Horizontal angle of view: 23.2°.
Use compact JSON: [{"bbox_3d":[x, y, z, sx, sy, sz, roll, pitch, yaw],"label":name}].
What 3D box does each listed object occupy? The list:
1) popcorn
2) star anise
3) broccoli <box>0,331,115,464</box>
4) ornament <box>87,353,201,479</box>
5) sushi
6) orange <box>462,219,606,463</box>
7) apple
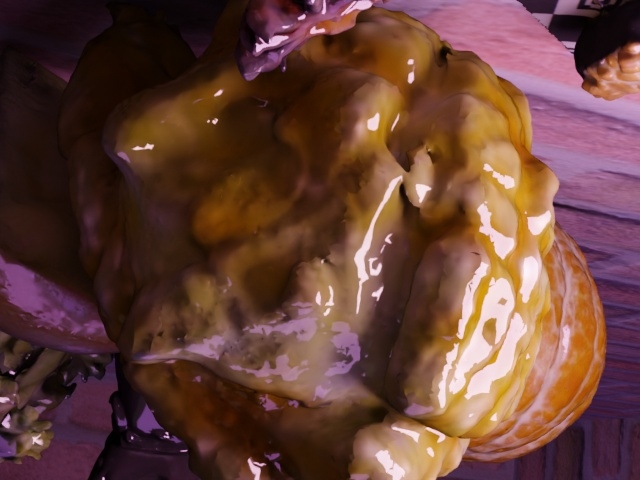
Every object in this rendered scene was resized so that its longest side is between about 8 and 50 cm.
[{"bbox_3d":[-0.001,-0.009,0.930,0.279,0.335,0.274,-15,171,37],"label":"popcorn"},{"bbox_3d":[-0.072,-0.172,0.814,0.227,0.218,0.148,44,-156,1],"label":"star anise"},{"bbox_3d":[-0.266,0.056,1.374,0.348,0.293,0.281,10,159,-36],"label":"broccoli"},{"bbox_3d":[-0.112,0.082,1.360,0.106,0.260,0.251,10,-175,9],"label":"ornament"},{"bbox_3d":[0.276,-0.107,0.918,0.290,0.050,0.264,-2,168,27],"label":"sushi"},{"bbox_3d":[0.094,0.070,1.399,0.329,0.249,0.329,5,162,2],"label":"orange"},{"bbox_3d":[-0.174,0.000,1.060,0.120,0.265,0.193,-41,120,19],"label":"apple"}]
